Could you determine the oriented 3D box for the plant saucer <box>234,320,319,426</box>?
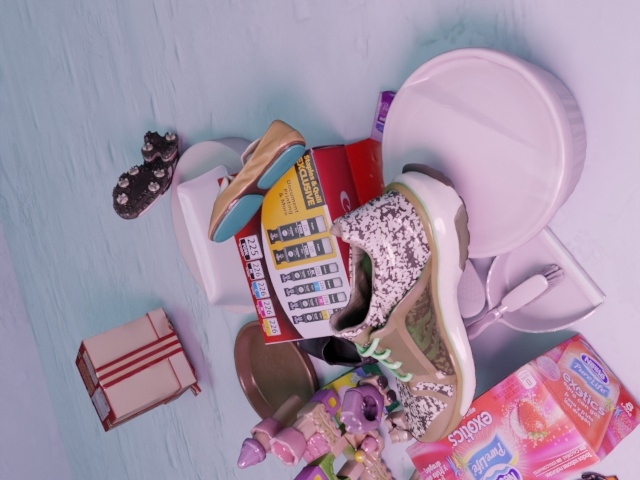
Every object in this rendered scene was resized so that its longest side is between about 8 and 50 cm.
[{"bbox_3d":[-0.098,0.309,1.361,0.277,0.041,0.278,19,119,40],"label":"plant saucer"}]

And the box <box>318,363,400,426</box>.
[{"bbox_3d":[0.067,0.316,1.193,0.105,0.043,0.179,59,138,11],"label":"box"}]

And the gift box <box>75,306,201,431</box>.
[{"bbox_3d":[-0.476,0.346,1.598,0.276,0.258,0.255,-37,77,54],"label":"gift box"}]

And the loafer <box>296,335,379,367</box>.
[{"bbox_3d":[0.025,0.205,1.167,0.223,0.078,0.076,-1,103,46],"label":"loafer"}]

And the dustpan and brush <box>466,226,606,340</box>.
[{"bbox_3d":[0.281,0.091,0.875,0.147,0.060,0.211,55,136,15],"label":"dustpan and brush"}]

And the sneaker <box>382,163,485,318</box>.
[{"bbox_3d":[0.146,0.001,0.951,0.296,0.104,0.147,70,155,16],"label":"sneaker"}]

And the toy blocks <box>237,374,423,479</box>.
[{"bbox_3d":[0.013,0.449,1.092,0.308,0.260,0.289,-26,100,45],"label":"toy blocks"}]

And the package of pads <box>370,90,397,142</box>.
[{"bbox_3d":[0.113,-0.195,0.963,0.050,0.032,0.083,31,125,31],"label":"package of pads"}]

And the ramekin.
[{"bbox_3d":[0.225,-0.122,0.806,0.272,0.127,0.273,19,118,41],"label":"ramekin"}]

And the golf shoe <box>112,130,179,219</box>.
[{"bbox_3d":[-0.382,-0.130,1.361,0.105,0.273,0.120,9,138,6],"label":"golf shoe"}]

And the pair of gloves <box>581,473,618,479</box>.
[{"bbox_3d":[0.397,0.342,0.889,0.083,0.010,0.074,57,135,10],"label":"pair of gloves"}]

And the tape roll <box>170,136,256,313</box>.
[{"bbox_3d":[-0.193,-0.032,1.307,0.391,0.072,0.393,18,116,41],"label":"tape roll"}]

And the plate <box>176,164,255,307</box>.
[{"bbox_3d":[-0.194,-0.001,1.210,0.277,0.045,0.278,-8,99,58],"label":"plate"}]

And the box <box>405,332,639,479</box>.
[{"bbox_3d":[0.286,0.284,0.872,0.142,0.154,0.300,56,135,22],"label":"box"}]

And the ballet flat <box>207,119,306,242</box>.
[{"bbox_3d":[-0.114,-0.096,0.962,0.232,0.080,0.073,-46,68,18],"label":"ballet flat"}]

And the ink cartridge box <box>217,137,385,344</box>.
[{"bbox_3d":[0.000,0.000,1.034,0.271,0.130,0.310,-14,95,30],"label":"ink cartridge box"}]

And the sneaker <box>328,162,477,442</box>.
[{"bbox_3d":[0.090,0.110,0.806,0.158,0.181,0.411,32,136,60],"label":"sneaker"}]
